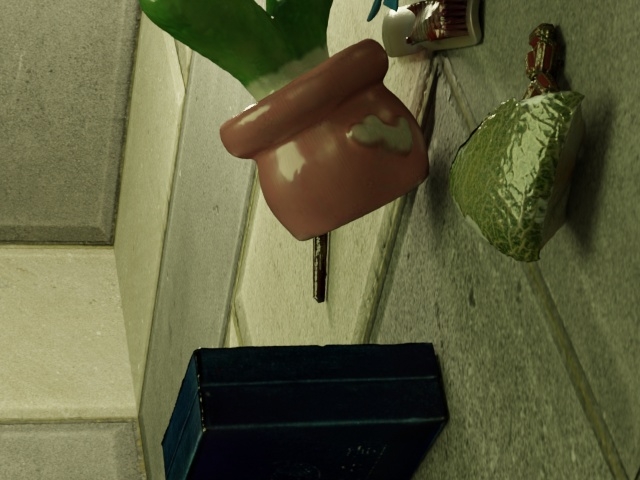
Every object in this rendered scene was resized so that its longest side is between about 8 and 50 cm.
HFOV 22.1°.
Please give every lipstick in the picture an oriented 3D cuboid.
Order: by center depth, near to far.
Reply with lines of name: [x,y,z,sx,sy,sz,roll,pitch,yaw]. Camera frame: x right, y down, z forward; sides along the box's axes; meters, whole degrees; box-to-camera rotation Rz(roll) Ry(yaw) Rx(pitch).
lipstick: [0.000,0.000,2.307,0.027,0.027,0.176,-154,63,-74]

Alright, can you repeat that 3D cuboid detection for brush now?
brush: [0.110,-0.243,1.855,0.321,0.050,0.060,-165,73,-76]

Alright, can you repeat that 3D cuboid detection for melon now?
melon: [0.190,-0.046,1.459,0.202,0.093,0.139,133,138,-57]

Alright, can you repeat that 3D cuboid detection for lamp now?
lamp: [0.206,-0.160,1.517,0.063,0.031,0.083,135,137,-67]

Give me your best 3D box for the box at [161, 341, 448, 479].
box: [-0.025,0.226,1.891,0.261,0.279,0.116,111,154,-54]

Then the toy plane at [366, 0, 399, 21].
toy plane: [0.112,-0.361,1.715,0.254,0.105,0.271,-71,2,-45]

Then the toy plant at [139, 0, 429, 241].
toy plant: [-0.013,-0.193,1.863,0.356,0.317,0.210,58,149,1]
